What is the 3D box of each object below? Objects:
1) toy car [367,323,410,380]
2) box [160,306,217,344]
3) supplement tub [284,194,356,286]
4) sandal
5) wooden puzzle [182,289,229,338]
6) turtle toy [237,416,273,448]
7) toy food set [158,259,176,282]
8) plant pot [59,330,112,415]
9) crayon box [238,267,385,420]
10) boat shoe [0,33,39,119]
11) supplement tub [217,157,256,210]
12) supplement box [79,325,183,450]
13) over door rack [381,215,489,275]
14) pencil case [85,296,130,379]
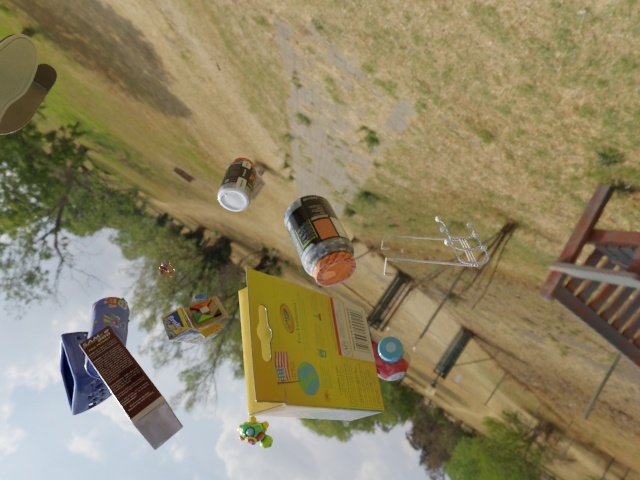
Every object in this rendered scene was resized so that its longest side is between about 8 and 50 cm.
[{"bbox_3d":[0.134,0.401,1.432,0.210,0.238,0.219,25,160,26],"label":"toy car"},{"bbox_3d":[-0.311,0.207,1.135,0.059,0.054,0.169,61,-179,19],"label":"box"},{"bbox_3d":[0.000,0.000,1.719,0.193,0.193,0.316,43,-163,-49],"label":"supplement tub"},{"bbox_3d":[-0.814,-0.380,1.302,0.088,0.240,0.079,41,165,-26],"label":"sandal"},{"bbox_3d":[-0.223,0.139,0.922,0.116,0.078,0.014,36,136,40],"label":"wooden puzzle"},{"bbox_3d":[-0.212,0.636,1.556,0.130,0.095,0.066,31,-145,-21],"label":"turtle toy"},{"bbox_3d":[-0.662,0.130,2.021,0.078,0.019,0.122,64,-167,-11],"label":"toy food set"},{"bbox_3d":[-0.869,0.492,1.833,0.212,0.236,0.236,-8,-134,-39],"label":"plant pot"},{"bbox_3d":[-0.026,0.182,0.784,0.318,0.081,0.202,27,-135,-47],"label":"crayon box"},{"bbox_3d":[-0.568,-0.254,0.802,0.079,0.233,0.084,23,170,22],"label":"boat shoe"},{"bbox_3d":[-0.295,-0.207,1.711,0.116,0.191,0.117,3,137,3],"label":"supplement tub"},{"bbox_3d":[-0.389,0.298,0.973,0.239,0.073,0.130,35,148,32],"label":"supplement box"},{"bbox_3d":[0.358,0.008,1.547,0.239,0.323,0.108,-73,-25,-68],"label":"over door rack"},{"bbox_3d":[-0.683,0.307,1.536,0.133,0.119,0.306,29,-165,-32],"label":"pencil case"}]
